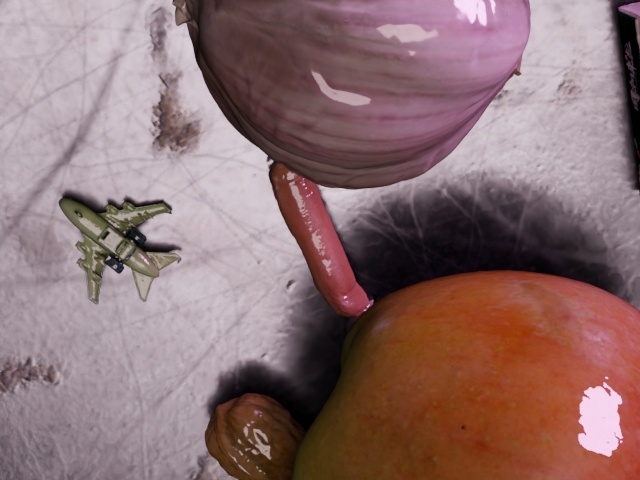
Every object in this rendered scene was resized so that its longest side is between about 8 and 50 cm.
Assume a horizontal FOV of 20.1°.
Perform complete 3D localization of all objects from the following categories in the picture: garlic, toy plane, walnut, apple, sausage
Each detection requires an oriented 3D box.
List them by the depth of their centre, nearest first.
[{"bbox_3d":[0.022,-0.185,1.331,0.259,0.317,0.317,2,107,4],"label":"garlic"},{"bbox_3d":[0.129,0.183,1.451,0.305,0.338,0.338,12,107,14],"label":"apple"},{"bbox_3d":[-0.174,0.000,1.516,0.111,0.040,0.102,39,82,-15],"label":"toy plane"},{"bbox_3d":[0.000,0.000,1.526,0.042,0.036,0.158,-22,107,12],"label":"sausage"},{"bbox_3d":[-0.054,0.173,1.556,0.096,0.082,0.079,42,129,-15],"label":"walnut"}]

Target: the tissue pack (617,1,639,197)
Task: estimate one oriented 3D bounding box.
[{"bbox_3d":[0.307,-0.113,1.478,0.103,0.090,0.170,-9,109,0],"label":"tissue pack"}]
